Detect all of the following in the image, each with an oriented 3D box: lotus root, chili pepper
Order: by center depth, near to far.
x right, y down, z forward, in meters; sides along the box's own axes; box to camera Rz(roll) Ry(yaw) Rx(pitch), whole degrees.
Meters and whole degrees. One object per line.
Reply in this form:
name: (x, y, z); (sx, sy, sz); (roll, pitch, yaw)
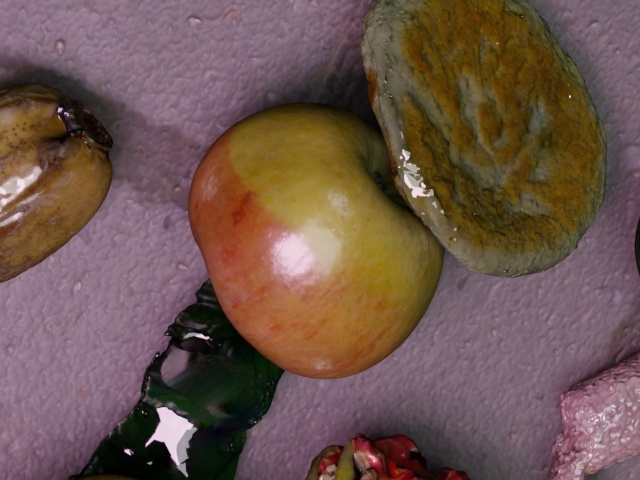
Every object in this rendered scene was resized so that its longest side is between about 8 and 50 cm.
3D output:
lotus root: (-0.315, -0.031, 1.766); (0.278, 0.154, 0.154); (-35, 104, -4)
chili pepper: (-0.114, 0.157, 1.849); (0.148, 0.116, 0.264); (27, 95, -17)

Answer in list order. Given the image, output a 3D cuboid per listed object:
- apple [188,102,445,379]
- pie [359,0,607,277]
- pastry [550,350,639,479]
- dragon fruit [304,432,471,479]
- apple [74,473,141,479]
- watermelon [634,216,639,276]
apple: (0.000, 0.000, 1.773); (0.194, 0.261, 0.261); (-33, 106, 24)
pie: (0.148, -0.106, 1.804); (0.323, 0.070, 0.323); (18, 63, -40)
pastry: (0.324, 0.162, 1.941); (0.265, 0.103, 0.112); (-33, 97, -5)
dragon fruit: (0.077, 0.311, 1.846); (0.237, 0.231, 0.302); (-43, 117, -24)
apple: (-0.190, 0.378, 1.774); (0.311, 0.320, 0.360); (49, 113, 18)
watermelon: (0.409, 0.008, 1.870); (0.212, 0.212, 0.212); (-2, 101, -10)
